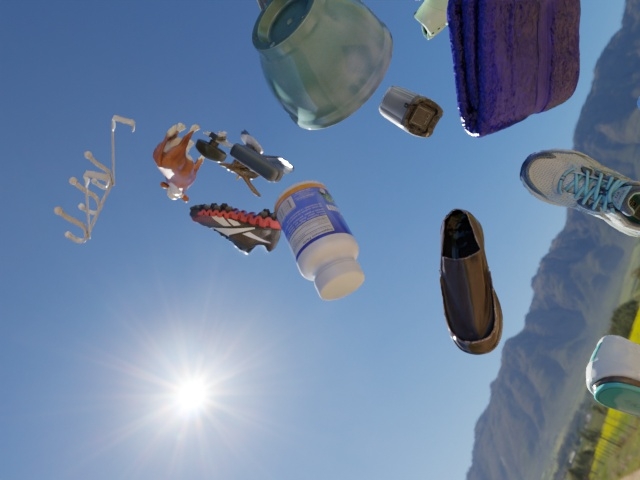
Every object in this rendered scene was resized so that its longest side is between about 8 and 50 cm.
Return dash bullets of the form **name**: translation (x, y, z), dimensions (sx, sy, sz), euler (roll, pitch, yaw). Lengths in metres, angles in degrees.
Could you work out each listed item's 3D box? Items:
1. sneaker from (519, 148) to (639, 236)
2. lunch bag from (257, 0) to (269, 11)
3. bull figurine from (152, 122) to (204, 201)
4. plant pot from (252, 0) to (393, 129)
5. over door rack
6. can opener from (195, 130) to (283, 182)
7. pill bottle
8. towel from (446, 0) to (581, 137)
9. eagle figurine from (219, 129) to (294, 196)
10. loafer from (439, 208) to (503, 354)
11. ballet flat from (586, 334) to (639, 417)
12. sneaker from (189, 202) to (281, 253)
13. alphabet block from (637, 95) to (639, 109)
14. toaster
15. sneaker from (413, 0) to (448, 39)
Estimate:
- **sneaker**: translation (0.507, -0.092, 0.774), dimensions (0.122, 0.282, 0.110), euler (-32, -35, -77)
- **lunch bag**: translation (-0.050, -0.769, 1.280), dimensions (0.255, 0.212, 0.305), euler (-30, -73, -28)
- **bull figurine**: translation (-0.434, -0.240, 1.345), dimensions (0.189, 0.101, 0.310), euler (-65, 3, -14)
- **plant pot**: translation (-0.019, -0.417, 0.922), dimensions (0.196, 0.292, 0.293), euler (31, -98, -47)
- **over door rack**: translation (-0.631, -0.174, 1.196), dimensions (0.108, 0.324, 0.240), euler (22, -131, -25)
- **can opener**: translation (-0.239, -0.245, 1.284), dimensions (0.093, 0.280, 0.074), euler (-64, -14, 16)
- **pill bottle**: translation (0.000, 0.000, 1.033), dimensions (0.152, 0.272, 0.152), euler (-19, -32, -12)
- **towel**: translation (0.339, -0.314, 0.716), dimensions (0.308, 0.076, 0.228), euler (-26, -69, -31)
- **eagle figurine**: translation (-0.250, -0.311, 1.657), dimensions (0.298, 0.225, 0.227), euler (-48, -52, -54)
- **loafer**: translation (0.333, 0.082, 1.022), dimensions (0.130, 0.133, 0.366), euler (40, -139, -51)
- **ballet flat**: translation (0.638, 0.263, 0.693), dimensions (0.139, 0.399, 0.139), euler (23, -90, -81)
- **sneaker**: translation (-0.238, -0.032, 1.217), dimensions (0.098, 0.275, 0.135), euler (-78, -3, -79)
- **alphabet block**: translation (0.528, -0.159, 0.497), dimensions (0.193, 0.197, 0.193), euler (-3, -110, -61)
- **toaster**: translation (0.306, -0.451, 1.501), dimensions (0.226, 0.146, 0.129), euler (3, -59, -45)
- **sneaker**: translation (0.395, -0.679, 1.329), dimensions (0.255, 0.094, 0.151), euler (11, -45, -38)
